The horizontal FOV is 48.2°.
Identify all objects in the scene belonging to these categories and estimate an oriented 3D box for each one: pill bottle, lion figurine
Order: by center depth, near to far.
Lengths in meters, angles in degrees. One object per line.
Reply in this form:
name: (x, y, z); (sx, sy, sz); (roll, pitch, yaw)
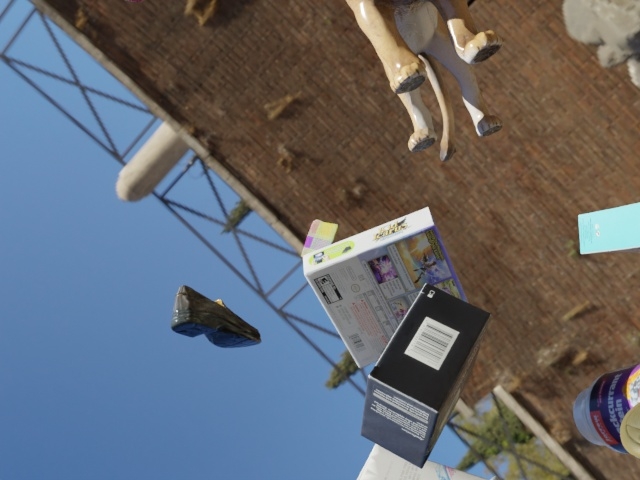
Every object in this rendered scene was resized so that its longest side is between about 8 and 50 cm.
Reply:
lion figurine: (0.084, -0.235, 0.722); (0.392, 0.142, 0.240); (63, -178, -74)
pill bottle: (0.400, 0.208, 0.887); (0.108, 0.108, 0.193); (48, 159, 7)

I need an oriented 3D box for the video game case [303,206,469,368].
video game case: (0.132, 0.094, 1.318); (0.061, 0.244, 0.270); (-95, -19, -53)

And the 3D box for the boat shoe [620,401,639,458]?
boat shoe: (0.390, 0.165, 0.645); (0.073, 0.223, 0.080); (40, -141, -27)

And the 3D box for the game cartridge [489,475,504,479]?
game cartridge: (0.071, 0.125, 0.259); (0.056, 0.017, 0.083); (24, -146, 15)

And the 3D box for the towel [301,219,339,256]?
towel: (0.000, 0.000, 1.411); (0.060, 0.083, 0.009); (13, 164, 28)

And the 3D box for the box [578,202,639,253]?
box: (0.454, -0.020, 0.941); (0.100, 0.060, 0.244); (-1, 175, -15)

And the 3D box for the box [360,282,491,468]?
box: (0.128, 0.168, 0.884); (0.093, 0.158, 0.156); (25, -126, 18)

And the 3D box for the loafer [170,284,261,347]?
loafer: (-0.142, 0.112, 1.016); (0.170, 0.062, 0.061); (35, -137, -52)

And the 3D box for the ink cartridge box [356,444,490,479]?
ink cartridge box: (0.202, 0.498, 1.181); (0.306, 0.226, 0.131); (15, -155, 16)
